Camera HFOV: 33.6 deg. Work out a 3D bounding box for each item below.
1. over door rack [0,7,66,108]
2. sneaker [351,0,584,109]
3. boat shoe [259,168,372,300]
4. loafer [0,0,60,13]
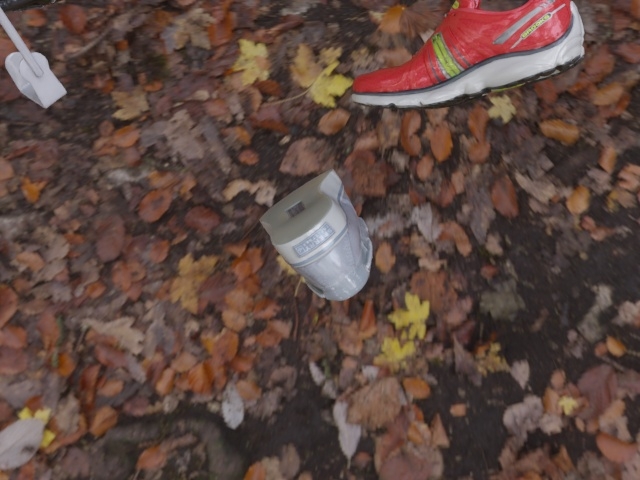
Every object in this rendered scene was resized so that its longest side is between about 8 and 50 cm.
[{"bbox_3d":[-0.312,-0.130,0.659,0.239,0.108,0.324,-40,142,-15],"label":"over door rack"},{"bbox_3d":[0.158,-0.216,1.191,0.279,0.107,0.118,-12,91,30],"label":"sneaker"},{"bbox_3d":[0.001,0.000,0.904,0.079,0.227,0.081,-33,102,5],"label":"boat shoe"},{"bbox_3d":[-0.304,-0.282,1.148,0.220,0.078,0.080,-6,84,11],"label":"loafer"}]
